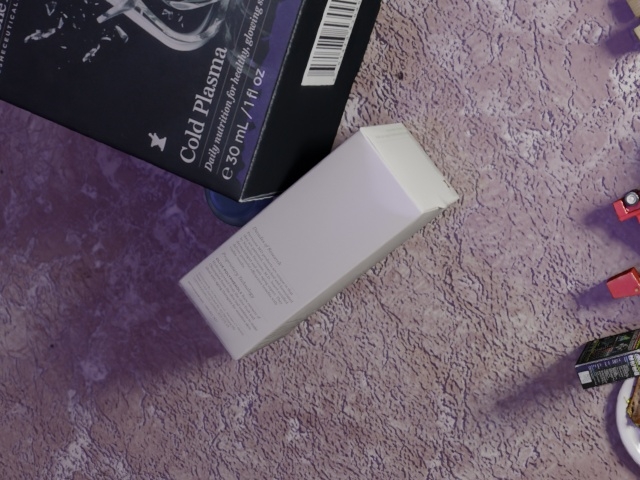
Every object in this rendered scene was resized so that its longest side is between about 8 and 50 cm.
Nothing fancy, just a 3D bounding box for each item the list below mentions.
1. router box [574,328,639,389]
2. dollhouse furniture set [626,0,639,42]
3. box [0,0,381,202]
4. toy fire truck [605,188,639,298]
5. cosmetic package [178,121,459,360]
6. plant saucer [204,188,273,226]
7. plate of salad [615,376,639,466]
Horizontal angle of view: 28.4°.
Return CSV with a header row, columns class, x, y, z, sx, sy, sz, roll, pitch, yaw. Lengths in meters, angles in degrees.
class,x,y,z,sx,sy,sz,roll,pitch,yaw
router box,0.406,0.160,1.735,0.092,0.122,0.038,-18,95,23
dollhouse furniture set,0.446,-0.366,1.654,0.161,0.101,0.182,-33,85,22
box,-0.184,-0.366,1.802,0.471,0.297,0.480,23,105,19
toy fire truck,0.467,-0.013,1.727,0.192,0.047,0.135,-24,89,22
cosmetic package,0.000,0.000,1.832,0.365,0.197,0.155,-40,82,20
plant saucer,-0.131,-0.079,1.964,0.119,0.021,0.119,3,100,21
plate of salad,0.508,0.248,1.749,0.200,0.048,0.200,3,98,21
